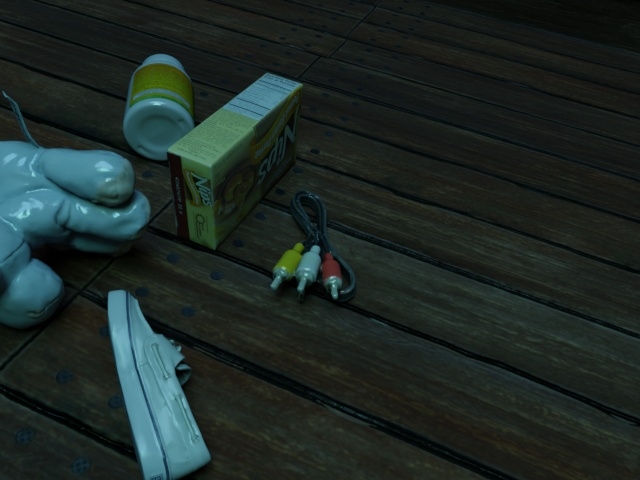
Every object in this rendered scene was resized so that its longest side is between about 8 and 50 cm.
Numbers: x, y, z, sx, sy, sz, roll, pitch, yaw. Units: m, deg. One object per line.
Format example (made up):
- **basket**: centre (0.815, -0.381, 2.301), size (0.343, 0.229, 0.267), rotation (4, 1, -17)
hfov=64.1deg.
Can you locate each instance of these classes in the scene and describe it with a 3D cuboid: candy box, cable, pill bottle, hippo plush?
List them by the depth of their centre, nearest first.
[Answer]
- **hippo plush**: centre (-0.390, -0.014, 0.699), size (0.234, 0.294, 0.237), rotation (-3, 48, 20)
- **cable**: centre (0.000, 0.000, 0.873), size (0.139, 0.072, 0.287), rotation (12, 43, -5)
- **candy box**: centre (-0.142, -0.153, 0.929), size (0.087, 0.183, 0.316), rotation (22, 45, 13)
- **pill bottle**: centre (-0.335, -0.292, 1.078), size (0.136, 0.136, 0.246), rotation (-3, 45, -12)

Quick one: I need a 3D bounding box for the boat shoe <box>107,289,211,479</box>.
- **boat shoe**: centre (-0.209, 0.170, 0.650), size (0.088, 0.096, 0.267), rotation (-12, 48, -25)
